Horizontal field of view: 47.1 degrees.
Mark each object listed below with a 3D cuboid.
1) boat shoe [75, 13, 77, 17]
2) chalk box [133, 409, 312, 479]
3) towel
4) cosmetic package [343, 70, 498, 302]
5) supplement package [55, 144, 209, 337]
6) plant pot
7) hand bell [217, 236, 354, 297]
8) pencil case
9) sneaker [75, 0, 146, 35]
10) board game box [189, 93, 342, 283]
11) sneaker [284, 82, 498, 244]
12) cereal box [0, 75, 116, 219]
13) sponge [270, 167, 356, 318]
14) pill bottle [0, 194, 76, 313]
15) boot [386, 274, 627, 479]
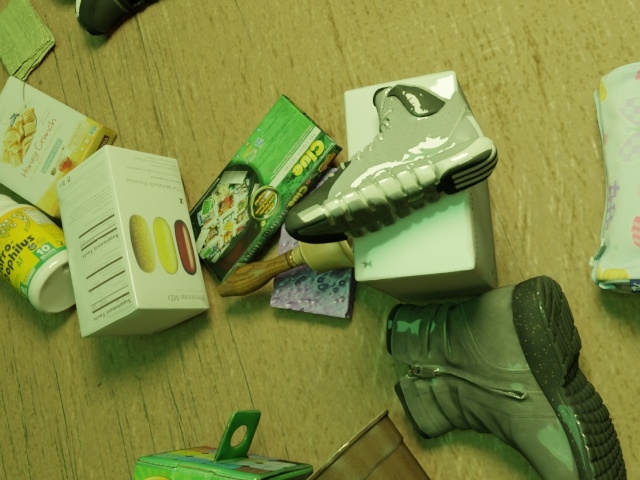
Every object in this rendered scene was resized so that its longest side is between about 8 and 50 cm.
[{"bbox_3d":[-0.392,-0.415,1.261,0.100,0.035,0.035,-49,47,27],"label":"boat shoe"},{"bbox_3d":[-0.129,0.362,0.942,0.179,0.180,0.289,2,79,21],"label":"chalk box"},{"bbox_3d":[-0.545,-0.370,1.332,0.110,0.027,0.148,-41,69,10],"label":"towel"},{"bbox_3d":[0.129,-0.051,0.895,0.138,0.224,0.224,-8,77,20],"label":"cosmetic package"},{"bbox_3d":[-0.277,0.006,1.077,0.133,0.139,0.244,-27,71,34],"label":"supplement package"},{"bbox_3d":[0.073,0.323,0.887,0.167,0.167,0.165,-44,75,8],"label":"plant pot"},{"bbox_3d":[-0.043,0.029,0.995,0.242,0.126,0.126,-26,71,27],"label":"hand bell"},{"bbox_3d":[0.385,-0.069,0.861,0.124,0.113,0.273,-3,78,41],"label":"pencil case"},{"bbox_3d":[-0.287,-0.447,1.207,0.124,0.107,0.283,38,95,17],"label":"sneaker"},{"bbox_3d":[-0.093,-0.074,1.073,0.260,0.030,0.136,-49,55,12],"label":"board game box"},{"bbox_3d":[0.058,-0.089,0.770,0.228,0.086,0.132,-21,68,4],"label":"sneaker"},{"bbox_3d":[-0.480,-0.160,1.253,0.240,0.047,0.173,28,90,24],"label":"cereal box"},{"bbox_3d":[0.000,0.000,1.042,0.117,0.031,0.210,5,81,21],"label":"sponge"},{"bbox_3d":[-0.468,0.014,1.176,0.208,0.117,0.118,36,94,24],"label":"pill bottle"},{"bbox_3d":[0.219,0.218,0.880,0.222,0.118,0.339,-19,84,34],"label":"boot"}]
